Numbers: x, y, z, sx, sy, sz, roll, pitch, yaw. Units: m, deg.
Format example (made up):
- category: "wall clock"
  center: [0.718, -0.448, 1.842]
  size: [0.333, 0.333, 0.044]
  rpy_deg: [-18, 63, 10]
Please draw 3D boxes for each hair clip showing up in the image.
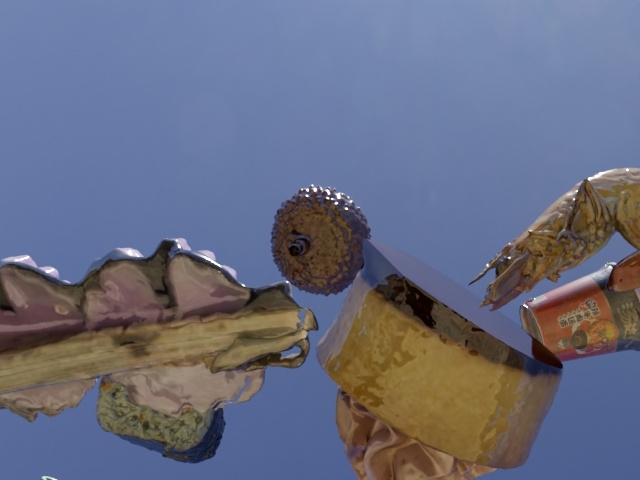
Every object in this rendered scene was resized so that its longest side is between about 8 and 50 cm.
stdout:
- category: "hair clip"
  center: [-0.138, 0.057, 0.427]
  size: [0.291, 0.084, 0.106]
  rpy_deg: [-10, -76, 15]

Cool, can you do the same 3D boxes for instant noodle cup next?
- category: "instant noodle cup"
  center: [0.346, 0.106, 1.056]
  size: [0.135, 0.127, 0.127]
  rpy_deg: [-16, -100, -1]

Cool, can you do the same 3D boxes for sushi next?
- category: "sushi"
  center: [-0.280, 0.299, 1.375]
  size: [0.225, 0.126, 0.136]
  rpy_deg: [11, -120, 20]

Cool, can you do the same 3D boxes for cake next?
- category: "cake"
  center: [0.076, 0.122, 0.653]
  size: [0.207, 0.185, 0.178]
  rpy_deg: [36, -80, 4]

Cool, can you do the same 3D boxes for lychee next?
- category: "lychee"
  center: [0.000, 0.000, 1.411]
  size: [0.200, 0.238, 0.200]
  rpy_deg: [1, -86, 19]

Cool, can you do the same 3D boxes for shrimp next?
- category: "shrimp"
  center: [0.164, 0.007, 0.456]
  size: [0.162, 0.045, 0.095]
  rpy_deg: [-32, -127, -25]

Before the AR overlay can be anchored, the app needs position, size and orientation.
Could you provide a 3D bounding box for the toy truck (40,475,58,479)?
- category: "toy truck"
  center: [-0.343, 0.356, 0.904]
  size: [0.135, 0.259, 0.128]
  rpy_deg: [24, -103, 17]
